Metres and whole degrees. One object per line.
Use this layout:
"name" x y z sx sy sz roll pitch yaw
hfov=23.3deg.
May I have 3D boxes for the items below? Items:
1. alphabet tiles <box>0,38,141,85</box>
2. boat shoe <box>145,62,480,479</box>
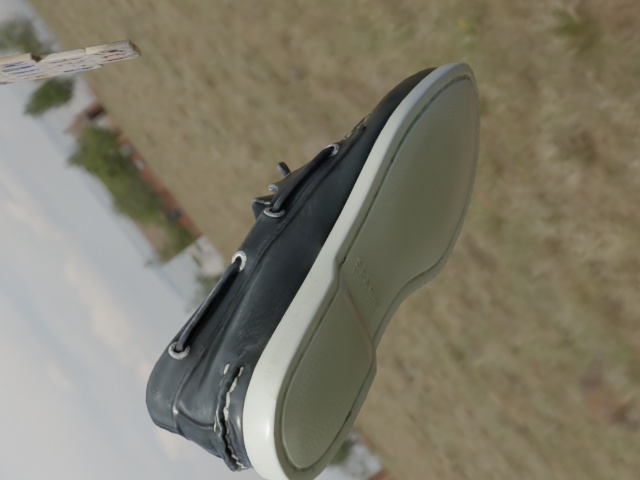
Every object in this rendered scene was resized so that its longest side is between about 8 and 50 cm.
"alphabet tiles" -0.279 -0.149 1.369 0.198 0.237 0.009 -132 31 -87
"boat shoe" 0.001 0.003 0.950 0.113 0.340 0.127 6 138 27
